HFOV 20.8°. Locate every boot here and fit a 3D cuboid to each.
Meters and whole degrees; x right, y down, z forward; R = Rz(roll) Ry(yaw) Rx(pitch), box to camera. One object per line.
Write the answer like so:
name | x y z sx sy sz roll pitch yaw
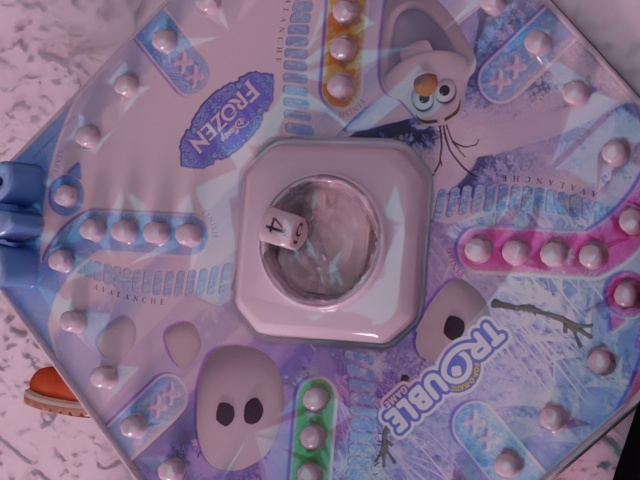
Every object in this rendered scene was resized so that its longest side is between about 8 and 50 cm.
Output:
boot | -0.125 0.077 1.149 0.158 0.059 0.084 -5 85 21

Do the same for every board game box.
board game box | 0.000 0.000 1.044 0.390 0.050 0.390 -43 71 13

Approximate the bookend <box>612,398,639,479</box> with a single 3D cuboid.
bookend | 0.174 0.158 0.948 0.157 0.072 0.156 -9 49 48
